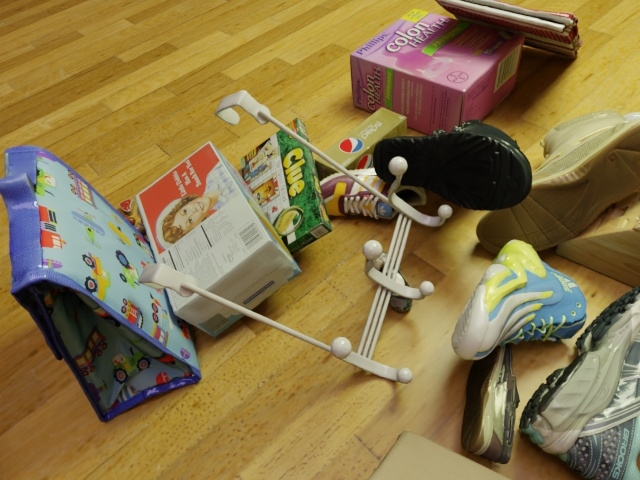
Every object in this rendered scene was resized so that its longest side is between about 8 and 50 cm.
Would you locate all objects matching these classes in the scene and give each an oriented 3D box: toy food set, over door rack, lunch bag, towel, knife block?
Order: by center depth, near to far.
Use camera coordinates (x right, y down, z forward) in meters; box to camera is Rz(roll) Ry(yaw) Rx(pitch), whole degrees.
[{"bbox_3d":[0.000,0.000,0.529,0.324,0.108,0.239,26,70,-18],"label":"over door rack"},{"bbox_3d":[-0.268,0.037,0.549,0.138,0.293,0.221,-23,50,-11],"label":"lunch bag"},{"bbox_3d":[0.484,0.043,0.583,0.088,0.242,0.276,-45,13,-28],"label":"knife block"},{"bbox_3d":[-0.323,-0.038,0.802,0.078,0.019,0.122,-19,50,-8],"label":"toy food set"},{"bbox_3d":[0.362,-0.408,0.880,0.237,0.037,0.329,26,24,23],"label":"towel"}]

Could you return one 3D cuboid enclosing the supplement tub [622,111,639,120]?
[{"bbox_3d":[0.493,-0.143,0.734,0.071,0.071,0.107,13,54,19],"label":"supplement tub"}]

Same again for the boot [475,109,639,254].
[{"bbox_3d":[0.346,-0.093,0.690,0.262,0.095,0.203,-39,9,24],"label":"boot"}]

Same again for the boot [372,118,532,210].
[{"bbox_3d":[0.227,-0.118,0.664,0.207,0.094,0.247,-16,22,-34],"label":"boot"}]

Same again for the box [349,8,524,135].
[{"bbox_3d":[0.218,-0.322,0.899,0.243,0.117,0.213,31,60,30],"label":"box"}]

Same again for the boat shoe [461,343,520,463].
[{"bbox_3d":[0.195,0.176,0.524,0.049,0.056,0.152,33,49,1],"label":"boat shoe"}]

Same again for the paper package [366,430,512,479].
[{"bbox_3d":[0.134,0.286,0.261,0.325,0.309,0.168,18,94,24],"label":"paper package"}]

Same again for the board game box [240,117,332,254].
[{"bbox_3d":[-0.065,-0.081,0.757,0.136,0.030,0.259,-30,46,18],"label":"board game box"}]

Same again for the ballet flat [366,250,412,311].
[{"bbox_3d":[0.097,0.045,0.654,0.041,0.041,0.114,-19,49,-8],"label":"ballet flat"}]

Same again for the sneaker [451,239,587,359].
[{"bbox_3d":[0.243,0.078,0.540,0.126,0.091,0.240,31,39,19],"label":"sneaker"}]

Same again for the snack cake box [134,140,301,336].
[{"bbox_3d":[-0.159,-0.013,0.679,0.152,0.089,0.264,-37,49,2],"label":"snack cake box"}]

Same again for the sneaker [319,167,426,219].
[{"bbox_3d":[0.073,-0.067,0.734,0.186,0.069,0.083,-17,44,-5],"label":"sneaker"}]

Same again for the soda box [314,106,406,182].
[{"bbox_3d":[0.074,-0.156,0.815,0.058,0.061,0.181,32,61,31],"label":"soda box"}]

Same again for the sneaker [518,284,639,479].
[{"bbox_3d":[0.344,0.145,0.508,0.283,0.110,0.122,-39,70,-17],"label":"sneaker"}]
